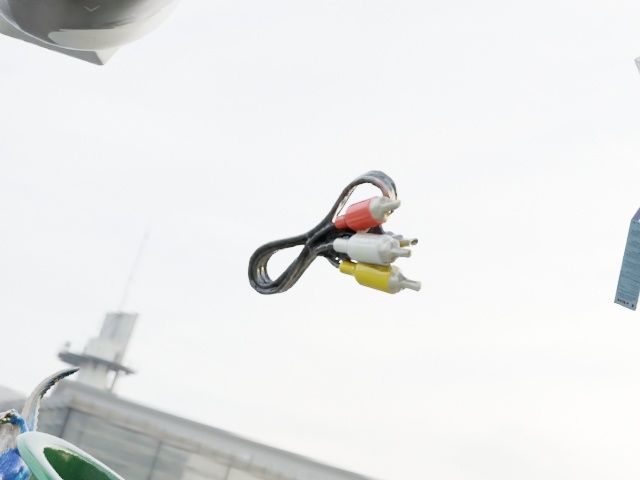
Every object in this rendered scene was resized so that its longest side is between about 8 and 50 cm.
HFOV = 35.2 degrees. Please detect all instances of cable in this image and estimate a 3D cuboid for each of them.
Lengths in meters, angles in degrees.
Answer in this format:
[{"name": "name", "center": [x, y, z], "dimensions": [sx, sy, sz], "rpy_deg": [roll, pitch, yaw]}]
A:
[{"name": "cable", "center": [0.000, 0.000, 1.185], "dimensions": [0.287, 0.139, 0.072], "rpy_deg": [-8, 6, 40]}]

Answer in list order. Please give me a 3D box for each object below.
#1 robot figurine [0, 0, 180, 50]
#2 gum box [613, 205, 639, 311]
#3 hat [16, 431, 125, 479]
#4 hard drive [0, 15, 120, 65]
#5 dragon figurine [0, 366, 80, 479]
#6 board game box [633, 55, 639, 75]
[{"name": "robot figurine", "center": [-0.159, -0.233, 0.680], "dimensions": [0.174, 0.209, 0.278], "rpy_deg": [7, -8, -16]}, {"name": "gum box", "center": [0.524, -0.004, 1.593], "dimensions": [0.041, 0.157, 0.184], "rpy_deg": [24, -40, 26]}, {"name": "hat", "center": [-0.203, 0.254, 0.712], "dimensions": [0.208, 0.183, 0.173], "rpy_deg": [32, -10, 38]}, {"name": "hard drive", "center": [-0.221, -0.360, 1.185], "dimensions": [0.233, 0.353, 0.047], "rpy_deg": [22, -26, 35]}, {"name": "dragon figurine", "center": [-0.395, 0.298, 1.308], "dimensions": [0.085, 0.289, 0.144], "rpy_deg": [-21, -71, 39]}, {"name": "board game box", "center": [0.422, -0.067, 1.096], "dimensions": [0.027, 0.145, 0.281], "rpy_deg": [-25, -75, 8]}]
